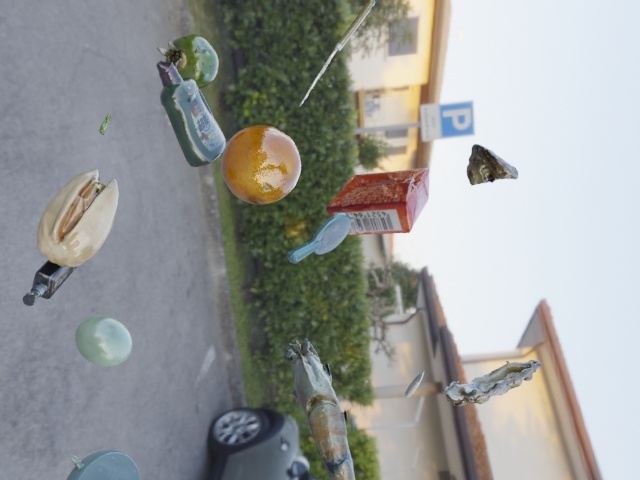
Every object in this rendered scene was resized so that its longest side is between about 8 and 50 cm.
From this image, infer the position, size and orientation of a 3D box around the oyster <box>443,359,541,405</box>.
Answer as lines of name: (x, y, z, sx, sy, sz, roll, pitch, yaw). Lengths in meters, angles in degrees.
oyster: (0.484, 0.391, 1.489, 0.128, 0.344, 0.079, -25, -103, 59)

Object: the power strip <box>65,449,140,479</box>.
power strip: (-0.578, 0.643, 1.451, 0.253, 0.054, 0.168, 51, 43, -41)

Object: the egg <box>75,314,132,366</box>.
egg: (-0.677, 0.316, 1.715, 0.192, 0.149, 0.149, 51, 22, -35)

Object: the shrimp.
shrimp: (-0.001, 0.342, 1.069, 0.360, 0.085, 0.247, -115, -167, -45)

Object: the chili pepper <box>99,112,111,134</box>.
chili pepper: (-0.577, -0.309, 1.466, 0.017, 0.030, 0.083, 39, 31, -36)

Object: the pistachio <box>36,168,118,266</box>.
pistachio: (-0.744, -0.069, 1.696, 0.318, 0.193, 0.214, -60, -166, -12)

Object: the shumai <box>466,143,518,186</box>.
shumai: (0.432, -0.188, 1.409, 0.123, 0.105, 0.139, 21, 43, -39)

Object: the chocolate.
chocolate: (0.172, -0.108, 1.516, 0.235, 0.237, 0.108, -52, 132, -51)

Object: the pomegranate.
pomegranate: (-0.445, -0.596, 1.810, 0.224, 0.181, 0.182, -16, 101, -67)

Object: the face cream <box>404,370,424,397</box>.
face cream: (0.243, 0.372, 1.408, 0.038, 0.020, 0.115, -52, 165, -38)

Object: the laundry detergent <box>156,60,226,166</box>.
laundry detergent: (-0.279, -0.277, 1.154, 0.144, 0.078, 0.222, -70, 145, -53)

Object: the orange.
orange: (-0.193, -0.243, 1.776, 0.261, 0.260, 0.261, -5, 90, -88)

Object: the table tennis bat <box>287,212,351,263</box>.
table tennis bat: (0.000, 0.000, 1.347, 0.033, 0.201, 0.124, 41, -36, 26)

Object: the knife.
knife: (0.034, -0.444, 1.291, 0.298, 0.017, 0.047, -52, -169, 9)

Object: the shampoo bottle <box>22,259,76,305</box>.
shampoo bottle: (-0.851, 0.100, 1.748, 0.098, 0.071, 0.309, -58, -171, 32)
